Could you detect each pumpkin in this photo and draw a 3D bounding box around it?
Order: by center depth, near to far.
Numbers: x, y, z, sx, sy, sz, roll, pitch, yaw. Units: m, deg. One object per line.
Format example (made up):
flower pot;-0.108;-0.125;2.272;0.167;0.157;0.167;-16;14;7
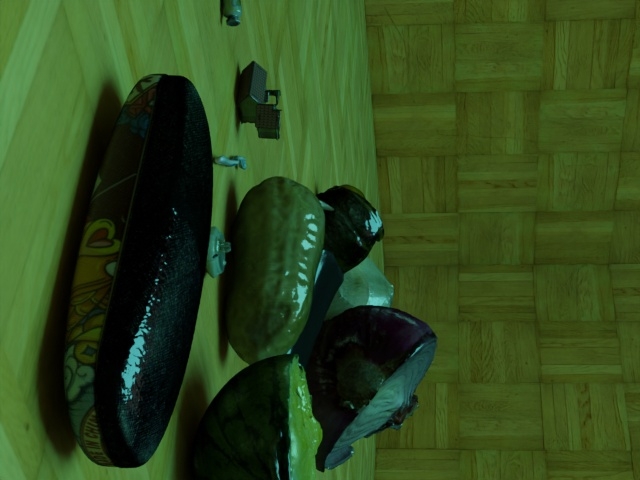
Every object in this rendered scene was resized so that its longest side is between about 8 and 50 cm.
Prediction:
pumpkin;0.000;0.000;1.859;0.119;0.107;0.183;53;-33;-5

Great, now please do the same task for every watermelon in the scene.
watermelon;-0.065;0.221;1.281;0.232;0.127;0.204;-80;168;-67

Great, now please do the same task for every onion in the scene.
onion;0.050;0.211;1.939;0.267;0.159;0.349;-46;163;-3

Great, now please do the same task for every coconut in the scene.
coconut;0.036;0.095;2.031;0.161;0.162;0.161;0;90;-83

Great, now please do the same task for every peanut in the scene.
peanut;-0.056;0.038;1.491;0.110;0.120;0.236;31;57;-40

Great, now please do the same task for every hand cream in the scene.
hand cream;-0.103;-0.297;1.480;0.035;0.022;0.102;55;30;-70

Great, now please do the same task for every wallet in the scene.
wallet;-0.032;0.152;1.711;0.146;0.030;0.285;63;44;-68

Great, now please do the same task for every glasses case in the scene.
glasses case;-0.129;0.013;0.944;0.122;0.082;0.321;79;13;-51

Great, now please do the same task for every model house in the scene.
model house;-0.074;-0.171;1.569;0.058;0.057;0.083;89;6;-51

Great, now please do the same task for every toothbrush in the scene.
toothbrush;-0.104;-0.094;1.485;0.162;0.014;0.017;-3;73;-83

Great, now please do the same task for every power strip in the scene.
power strip;-0.107;0.011;1.350;0.083;0.035;0.055;64;26;-80

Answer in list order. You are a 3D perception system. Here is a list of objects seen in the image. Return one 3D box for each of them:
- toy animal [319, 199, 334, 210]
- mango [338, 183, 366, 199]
toy animal;-0.045;0.024;1.725;0.188;0.089;0.179;75;27;-80
mango;0.031;-0.027;2.385;0.105;0.084;0.159;173;-63;-81
